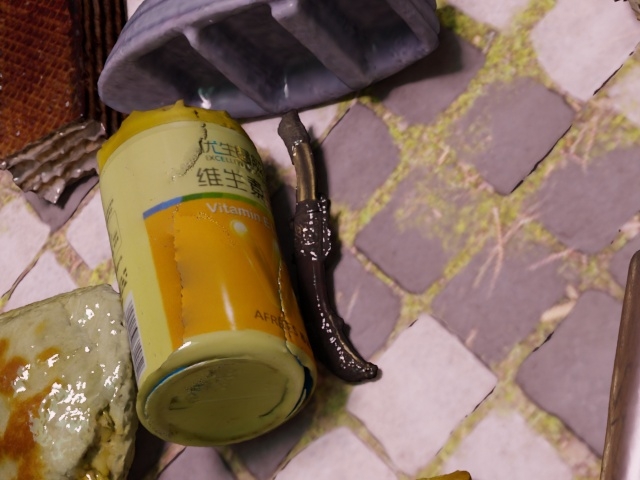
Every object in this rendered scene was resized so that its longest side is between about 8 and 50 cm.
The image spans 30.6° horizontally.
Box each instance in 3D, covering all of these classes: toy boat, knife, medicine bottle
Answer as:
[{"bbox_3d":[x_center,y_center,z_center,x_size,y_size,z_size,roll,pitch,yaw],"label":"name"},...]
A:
[{"bbox_3d":[-0.051,-0.149,0.853,0.283,0.127,0.078,-9,61,34],"label":"toy boat"},{"bbox_3d":[-0.005,0.003,0.810,0.045,0.021,0.222,-29,57,22],"label":"knife"},{"bbox_3d":[-0.083,0.013,0.798,0.124,0.124,0.239,-31,51,19],"label":"medicine bottle"}]

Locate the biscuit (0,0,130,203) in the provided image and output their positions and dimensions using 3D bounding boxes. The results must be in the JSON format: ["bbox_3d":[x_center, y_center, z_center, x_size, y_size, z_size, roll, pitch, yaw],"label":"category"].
[{"bbox_3d":[-0.227,-0.157,1.022,0.106,0.070,0.252,-26,55,24],"label":"biscuit"}]

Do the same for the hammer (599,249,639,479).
[{"bbox_3d":[0.151,0.210,0.579,0.168,0.044,0.440,1,67,34],"label":"hammer"}]

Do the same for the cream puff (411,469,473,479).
[{"bbox_3d":[0.057,0.164,0.657,0.083,0.058,0.083,1,66,38],"label":"cream puff"}]

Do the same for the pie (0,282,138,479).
[{"bbox_3d":[-0.228,0.131,0.859,0.248,0.090,0.201,-19,60,32],"label":"pie"}]

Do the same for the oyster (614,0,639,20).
[{"bbox_3d":[0.233,-0.219,0.719,0.260,0.092,0.198,7,70,25],"label":"oyster"}]
